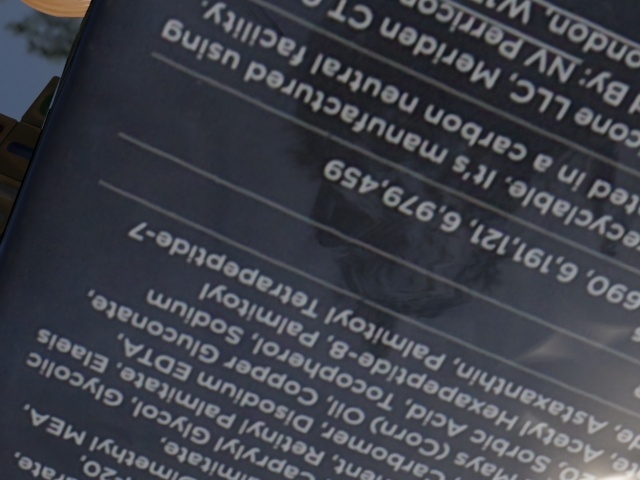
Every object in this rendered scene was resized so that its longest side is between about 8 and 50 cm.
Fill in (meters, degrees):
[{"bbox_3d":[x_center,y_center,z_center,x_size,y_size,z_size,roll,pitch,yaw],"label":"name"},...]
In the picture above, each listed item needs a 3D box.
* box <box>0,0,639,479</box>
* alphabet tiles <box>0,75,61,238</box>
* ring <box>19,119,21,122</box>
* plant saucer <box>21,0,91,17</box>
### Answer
[{"bbox_3d":[0.050,-0.048,0.727,0.297,0.472,0.480,22,-145,-6],"label":"box"},{"bbox_3d":[-0.206,-0.002,1.442,0.342,0.285,0.011,22,149,19],"label":"alphabet tiles"},{"bbox_3d":[-0.296,-0.067,2.043,0.032,0.336,0.336,53,-175,27],"label":"ring"},{"bbox_3d":[-0.246,-0.323,1.706,0.200,0.200,0.037,57,-172,7],"label":"plant saucer"}]
